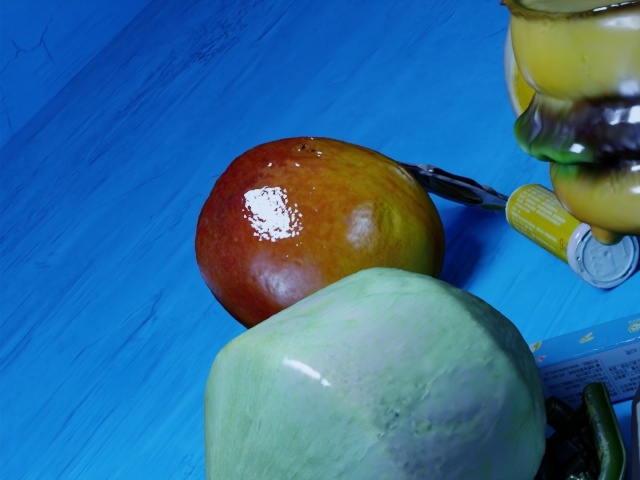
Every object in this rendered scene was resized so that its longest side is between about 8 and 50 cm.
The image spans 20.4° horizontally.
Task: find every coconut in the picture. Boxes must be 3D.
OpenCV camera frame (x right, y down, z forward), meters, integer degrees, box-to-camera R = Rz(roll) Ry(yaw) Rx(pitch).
[{"bbox_3d":[0.033,0.181,1.566,0.328,0.281,0.328,-23,14,6],"label":"coconut"}]

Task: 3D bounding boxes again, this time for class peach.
[{"bbox_3d":[0.000,0.000,2.011,0.281,0.281,0.238,-24,22,22],"label":"peach"}]

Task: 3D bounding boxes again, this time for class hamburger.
[{"bbox_3d":[0.402,-0.162,1.763,0.395,0.277,0.396,-16,18,6],"label":"hamburger"}]

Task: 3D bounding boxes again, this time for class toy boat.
[{"bbox_3d":[0.227,0.202,1.551,0.104,0.052,0.210,-47,17,21],"label":"toy boat"}]

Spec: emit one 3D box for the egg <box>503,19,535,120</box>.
[{"bbox_3d":[0.353,-0.277,2.205,0.337,0.201,0.337,-26,23,12],"label":"egg"}]

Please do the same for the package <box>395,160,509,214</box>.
[{"bbox_3d":[0.153,-0.062,2.097,0.173,0.171,0.027,7,81,61],"label":"package"}]

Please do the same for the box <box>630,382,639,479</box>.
[{"bbox_3d":[0.328,0.169,1.391,0.211,0.058,0.350,-50,13,29],"label":"box"}]

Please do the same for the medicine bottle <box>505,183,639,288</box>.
[{"bbox_3d":[0.267,-0.011,1.931,0.074,0.074,0.218,-35,20,-5],"label":"medicine bottle"}]

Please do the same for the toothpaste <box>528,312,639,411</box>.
[{"bbox_3d":[0.275,0.114,1.666,0.266,0.065,0.050,-20,22,32],"label":"toothpaste"}]
